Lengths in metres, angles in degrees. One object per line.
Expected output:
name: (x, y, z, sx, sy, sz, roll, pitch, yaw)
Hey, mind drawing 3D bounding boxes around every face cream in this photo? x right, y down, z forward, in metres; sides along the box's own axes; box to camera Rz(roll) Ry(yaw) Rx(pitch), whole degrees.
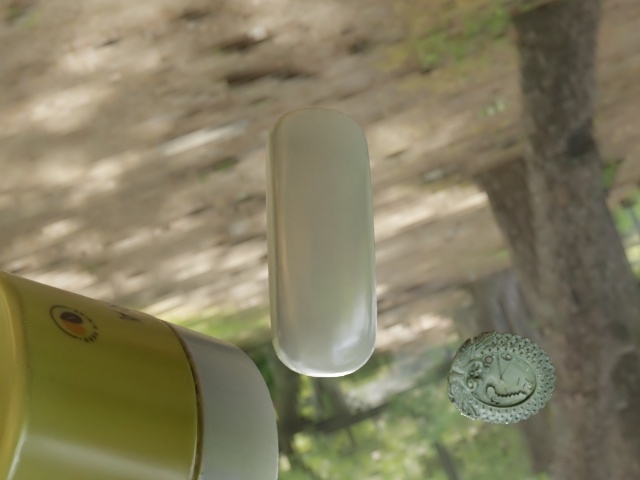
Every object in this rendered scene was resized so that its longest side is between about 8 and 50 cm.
face cream: (-0.161, 0.141, 1.078, 0.179, 0.218, 0.218, 21, 149, -34)

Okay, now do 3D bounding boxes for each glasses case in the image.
glasses case: (0.000, 0.000, 1.318, 0.081, 0.204, 0.051, 2, 165, -10)

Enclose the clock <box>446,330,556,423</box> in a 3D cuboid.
clock: (0.138, 0.105, 1.356, 0.083, 0.074, 0.010, 11, -165, -8)
